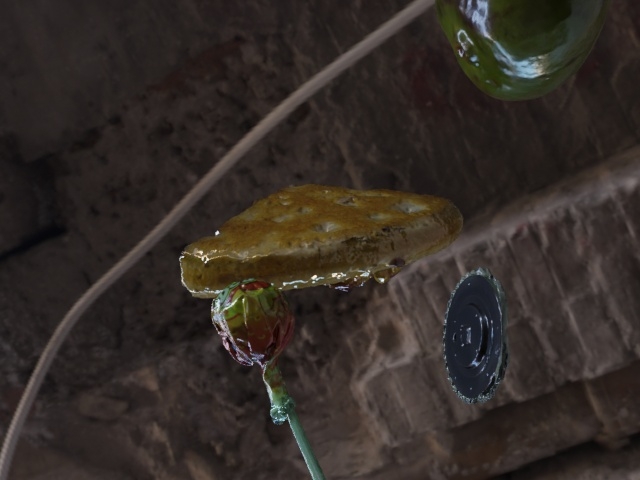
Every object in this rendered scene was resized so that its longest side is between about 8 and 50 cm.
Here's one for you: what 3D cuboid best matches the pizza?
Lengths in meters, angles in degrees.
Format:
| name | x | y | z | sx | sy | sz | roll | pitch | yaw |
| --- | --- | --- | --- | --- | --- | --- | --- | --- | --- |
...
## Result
| name | x | y | z | sx | sy | sz | roll | pitch | yaw |
| --- | --- | --- | --- | --- | --- | --- | --- | --- | --- |
| pizza | 0.000 | 0.000 | 1.185 | 0.408 | 0.277 | 0.114 | -11 | -73 | -29 |

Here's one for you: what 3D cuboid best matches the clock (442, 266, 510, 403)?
| name | x | y | z | sx | sy | sz | roll | pitch | yaw |
| --- | --- | --- | --- | --- | --- | --- | --- | --- | --- |
| clock | 0.084 | 0.053 | 0.488 | 0.083 | 0.010 | 0.074 | 141 | 131 | -71 |

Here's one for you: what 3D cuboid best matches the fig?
| name | x | y | z | sx | sy | sz | roll | pitch | yaw |
| --- | --- | --- | --- | --- | --- | --- | --- | --- | --- |
| fig | 0.244 | -0.277 | 0.985 | 0.203 | 0.225 | 0.203 | 50 | 171 | 11 |

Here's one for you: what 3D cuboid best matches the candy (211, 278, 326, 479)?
| name | x | y | z | sx | sy | sz | roll | pitch | yaw |
| --- | --- | --- | --- | --- | --- | --- | --- | --- | --- |
| candy | -0.021 | 0.119 | 0.628 | 0.060 | 0.060 | 0.201 | 8 | -123 | -66 |
